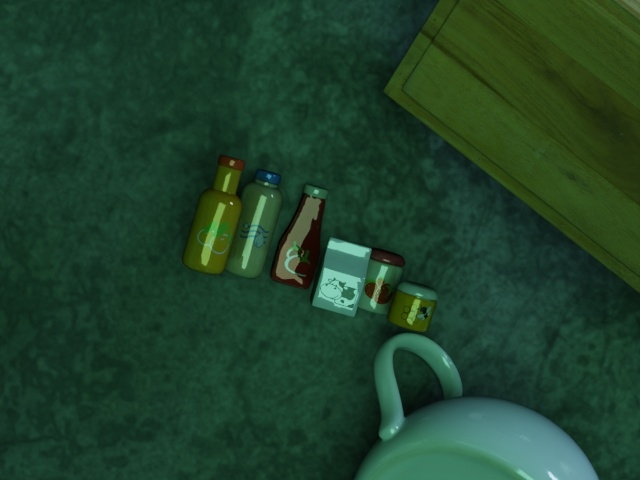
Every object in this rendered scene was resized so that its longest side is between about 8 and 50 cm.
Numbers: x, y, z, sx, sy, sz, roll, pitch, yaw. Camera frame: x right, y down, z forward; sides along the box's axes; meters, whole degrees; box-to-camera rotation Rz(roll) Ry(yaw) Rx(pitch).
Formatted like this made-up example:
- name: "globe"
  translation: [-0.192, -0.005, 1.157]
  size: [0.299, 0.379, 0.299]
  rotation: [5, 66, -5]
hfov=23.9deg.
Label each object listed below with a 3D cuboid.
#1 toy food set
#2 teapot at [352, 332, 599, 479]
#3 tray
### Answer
- name: "toy food set"
  translation: [0.000, 0.000, 1.376]
  size: [0.232, 0.111, 0.104]
  rotation: [16, 95, -4]
- name: "teapot"
  translation: [0.154, 0.238, 1.387]
  size: [0.252, 0.187, 0.256]
  rotation: [13, 114, 21]
- name: "tray"
  translation: [0.271, -0.088, 1.305]
  size: [0.411, 0.076, 0.203]
  rotation: [38, 124, 9]
